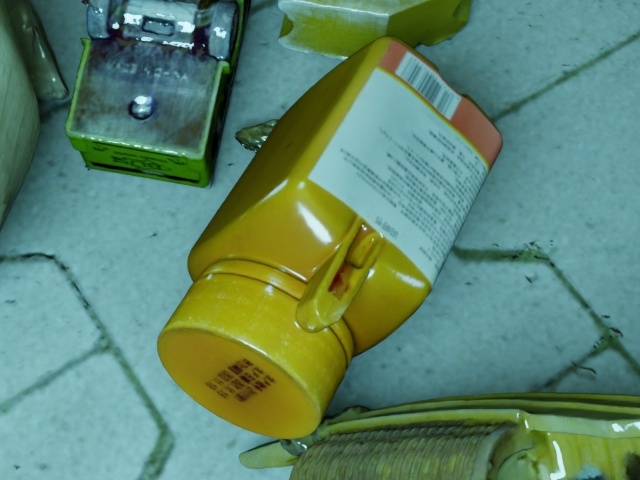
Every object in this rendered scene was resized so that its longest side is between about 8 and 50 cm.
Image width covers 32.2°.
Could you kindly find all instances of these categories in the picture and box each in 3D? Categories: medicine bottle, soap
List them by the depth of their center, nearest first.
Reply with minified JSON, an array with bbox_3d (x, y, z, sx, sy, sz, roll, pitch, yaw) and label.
[{"bbox_3d":[0.001,0.001,0.665,0.112,0.149,0.222,40,55,-13],"label":"medicine bottle"},{"bbox_3d":[0.057,-0.245,0.858,0.140,0.073,0.232,10,64,6],"label":"soap"}]

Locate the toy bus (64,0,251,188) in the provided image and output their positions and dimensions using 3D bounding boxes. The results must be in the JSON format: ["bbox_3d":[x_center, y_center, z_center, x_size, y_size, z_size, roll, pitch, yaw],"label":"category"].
[{"bbox_3d":[-0.096,-0.184,0.787,0.113,0.139,0.301,10,71,1],"label":"toy bus"}]

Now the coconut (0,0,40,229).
[{"bbox_3d":[-0.349,-0.121,0.625,0.346,0.346,0.360,-23,69,-14],"label":"coconut"}]

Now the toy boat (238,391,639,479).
[{"bbox_3d":[0.070,0.131,0.577,0.115,0.310,0.089,-7,87,-43],"label":"toy boat"}]

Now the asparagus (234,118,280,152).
[{"bbox_3d":[0.021,-0.074,0.790,0.165,0.036,0.030,0,54,-4],"label":"asparagus"}]

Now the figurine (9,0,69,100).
[{"bbox_3d":[-0.218,-0.131,0.803,0.051,0.047,0.083,-24,74,1],"label":"figurine"}]
